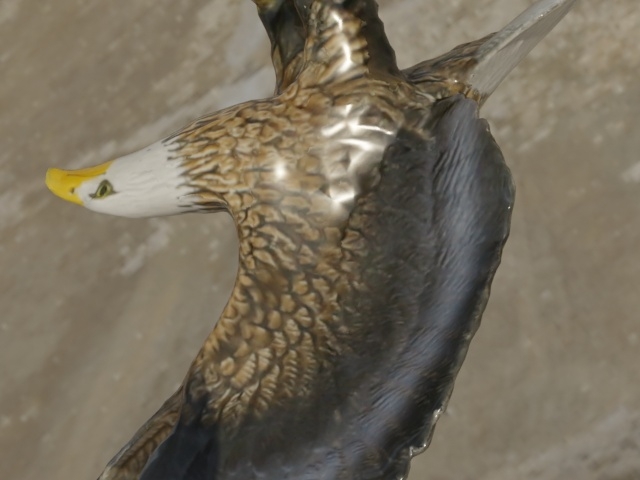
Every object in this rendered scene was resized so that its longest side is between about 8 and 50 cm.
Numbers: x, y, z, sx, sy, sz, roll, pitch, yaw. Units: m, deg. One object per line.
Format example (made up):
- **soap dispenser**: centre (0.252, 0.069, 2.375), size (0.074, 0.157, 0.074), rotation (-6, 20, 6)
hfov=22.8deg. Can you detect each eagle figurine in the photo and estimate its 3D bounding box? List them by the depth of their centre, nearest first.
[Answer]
- **eagle figurine**: centre (-0.010, 0.001, 0.676), size (0.225, 0.226, 0.298), rotation (-5, 85, 38)
